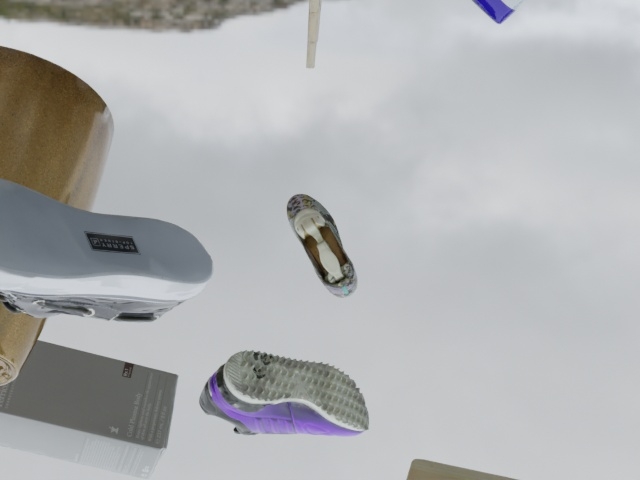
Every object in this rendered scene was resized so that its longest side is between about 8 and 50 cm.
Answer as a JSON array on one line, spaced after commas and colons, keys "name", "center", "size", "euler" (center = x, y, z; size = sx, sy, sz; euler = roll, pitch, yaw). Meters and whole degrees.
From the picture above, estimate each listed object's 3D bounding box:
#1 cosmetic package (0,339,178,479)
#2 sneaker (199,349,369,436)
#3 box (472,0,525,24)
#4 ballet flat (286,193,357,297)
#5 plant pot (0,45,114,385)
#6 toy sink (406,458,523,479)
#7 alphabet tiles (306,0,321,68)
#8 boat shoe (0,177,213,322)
[{"name": "cosmetic package", "center": [-0.324, 0.225, 1.497], "size": [0.238, 0.107, 0.127], "euler": [16, -131, -14]}, {"name": "sneaker", "center": [-0.063, 0.258, 1.750], "size": [0.293, 0.146, 0.102], "euler": [22, -136, -33]}, {"name": "box", "center": [0.200, -0.284, 1.020], "size": [0.072, 0.137, 0.126], "euler": [43, -144, -5]}, {"name": "ballet flat", "center": [0.000, 0.000, 1.049], "size": [0.041, 0.114, 0.041], "euler": [-26, 162, -9]}, {"name": "plant pot", "center": [-0.313, -0.006, 0.990], "size": [0.237, 0.254, 0.237], "euler": [-1, 153, 0]}, {"name": "toy sink", "center": [0.127, 0.315, 0.897], "size": [0.152, 0.234, 0.131], "euler": [11, -142, 11]}, {"name": "alphabet tiles", "center": [0.007, -0.337, 1.027], "size": [0.011, 0.285, 0.342], "euler": [6, 163, 0]}, {"name": "boat shoe", "center": [-0.176, 0.017, 0.724], "size": [0.228, 0.076, 0.080], "euler": [8, -134, -48]}]
